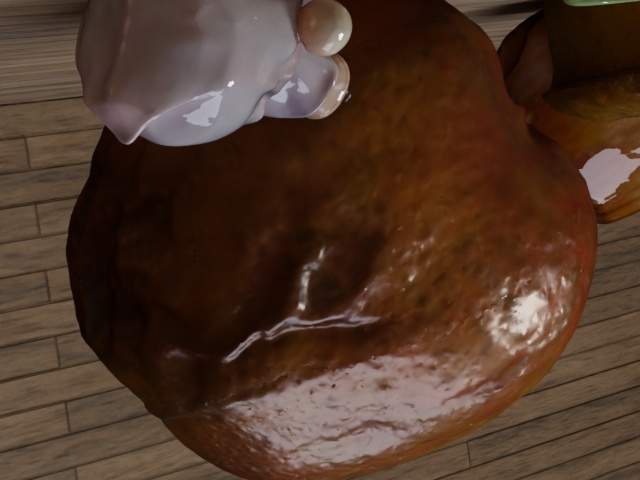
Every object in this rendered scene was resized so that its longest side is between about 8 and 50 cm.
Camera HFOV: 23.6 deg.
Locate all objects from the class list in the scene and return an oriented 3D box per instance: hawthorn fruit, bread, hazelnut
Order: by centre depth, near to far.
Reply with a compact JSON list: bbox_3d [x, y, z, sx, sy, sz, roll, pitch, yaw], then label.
[{"bbox_3d":[0.000,0.000,1.364,0.471,0.472,0.472,-8,-176,1],"label":"hawthorn fruit"},{"bbox_3d":[0.355,-0.206,1.444,0.312,0.172,0.312,-12,-175,1],"label":"bread"},{"bbox_3d":[0.395,-0.198,2.117,0.372,0.315,0.372,-33,-164,11],"label":"hazelnut"}]

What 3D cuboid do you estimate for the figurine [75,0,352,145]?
[{"bbox_3d":[-0.066,-0.134,1.054,0.200,0.133,0.276,13,-169,25],"label":"figurine"}]

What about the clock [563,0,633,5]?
[{"bbox_3d":[0.239,-0.215,1.126,0.232,0.069,0.170,-6,-175,14],"label":"clock"}]
